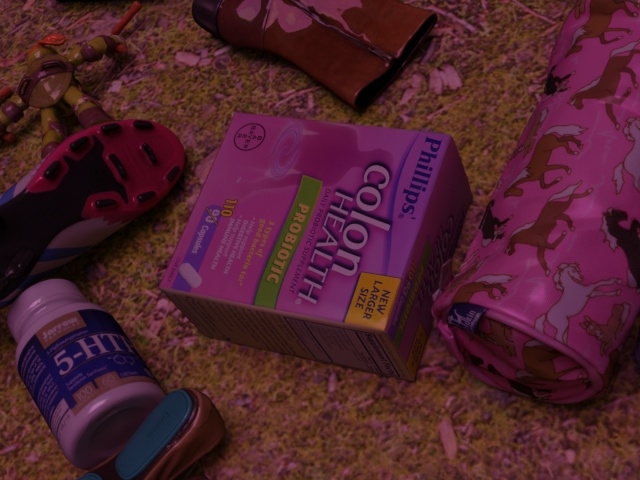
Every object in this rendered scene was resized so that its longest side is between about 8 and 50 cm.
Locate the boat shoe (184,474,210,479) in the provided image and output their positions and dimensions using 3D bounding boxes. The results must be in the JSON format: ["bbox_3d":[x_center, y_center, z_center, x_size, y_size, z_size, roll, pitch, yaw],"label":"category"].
[{"bbox_3d":[-0.175,0.327,0.922,0.257,0.095,0.095,-43,79,-9],"label":"boat shoe"}]

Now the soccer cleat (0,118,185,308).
[{"bbox_3d":[-0.299,-0.028,1.139,0.331,0.143,0.116,-38,95,-34],"label":"soccer cleat"}]

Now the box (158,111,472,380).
[{"bbox_3d":[0.000,0.000,1.024,0.243,0.117,0.213,10,64,24],"label":"box"}]

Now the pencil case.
[{"bbox_3d":[0.241,-0.048,0.945,0.167,0.160,0.386,32,70,-9],"label":"pencil case"}]

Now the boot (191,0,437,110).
[{"bbox_3d":[0.016,-0.312,1.219,0.280,0.096,0.264,30,73,31],"label":"boot"}]

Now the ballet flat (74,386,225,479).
[{"bbox_3d":[-0.181,0.239,0.974,0.232,0.073,0.080,-42,44,0],"label":"ballet flat"}]

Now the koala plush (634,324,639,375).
[{"bbox_3d":[0.341,0.144,0.786,0.196,0.203,0.221,-2,72,19],"label":"koala plush"}]

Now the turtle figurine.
[{"bbox_3d":[-0.313,-0.187,1.267,0.269,0.087,0.217,-33,55,-1],"label":"turtle figurine"}]

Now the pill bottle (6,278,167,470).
[{"bbox_3d":[-0.242,0.129,1.038,0.112,0.112,0.186,-39,56,-6],"label":"pill bottle"}]
